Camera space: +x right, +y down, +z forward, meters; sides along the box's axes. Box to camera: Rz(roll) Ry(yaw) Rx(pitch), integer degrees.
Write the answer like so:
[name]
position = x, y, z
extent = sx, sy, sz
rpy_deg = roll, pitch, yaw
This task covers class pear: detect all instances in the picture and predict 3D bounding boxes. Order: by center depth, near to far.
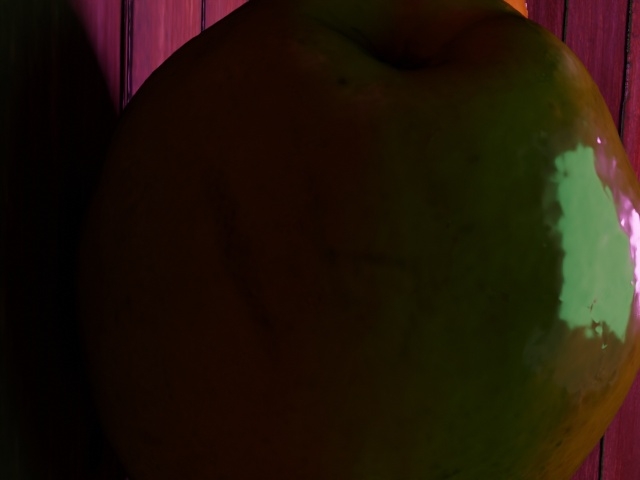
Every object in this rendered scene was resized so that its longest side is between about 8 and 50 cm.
[pear]
position = 0.017, 0.032, 0.471
extent = 0.253, 0.253, 0.307
rpy_deg = -81, 172, -48

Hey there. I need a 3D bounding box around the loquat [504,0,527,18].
[loquat]
position = 0.102, -0.239, 1.128
extent = 0.263, 0.263, 0.263
rpy_deg = 3, 90, -84
